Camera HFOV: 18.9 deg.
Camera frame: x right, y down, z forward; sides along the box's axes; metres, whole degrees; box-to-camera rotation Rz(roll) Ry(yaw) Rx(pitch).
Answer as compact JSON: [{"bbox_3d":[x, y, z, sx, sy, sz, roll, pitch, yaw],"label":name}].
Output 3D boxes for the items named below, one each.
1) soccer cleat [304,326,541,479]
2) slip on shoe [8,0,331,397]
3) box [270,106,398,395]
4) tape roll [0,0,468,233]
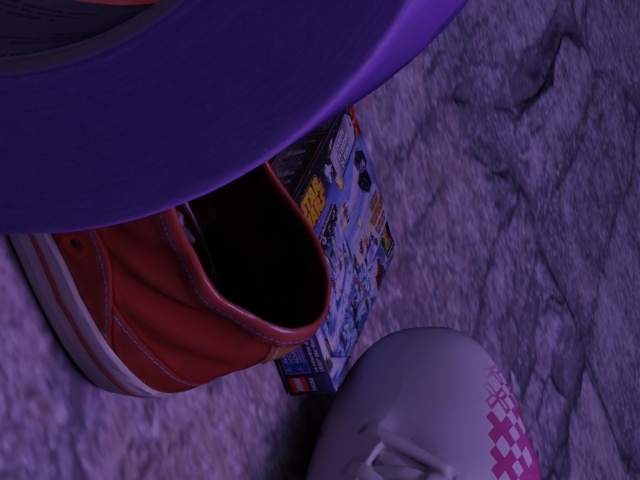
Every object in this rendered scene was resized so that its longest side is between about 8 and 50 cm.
[{"bbox_3d":[0.029,0.163,0.852,0.143,0.116,0.331,55,35,-49],"label":"soccer cleat"},{"bbox_3d":[-0.086,-0.078,0.683,0.123,0.101,0.331,-69,143,-47],"label":"slip on shoe"},{"bbox_3d":[0.000,0.000,0.958,0.137,0.027,0.094,-64,141,-55],"label":"box"},{"bbox_3d":[-0.075,-0.144,0.500,0.090,0.274,0.275,-40,119,-65],"label":"tape roll"}]
